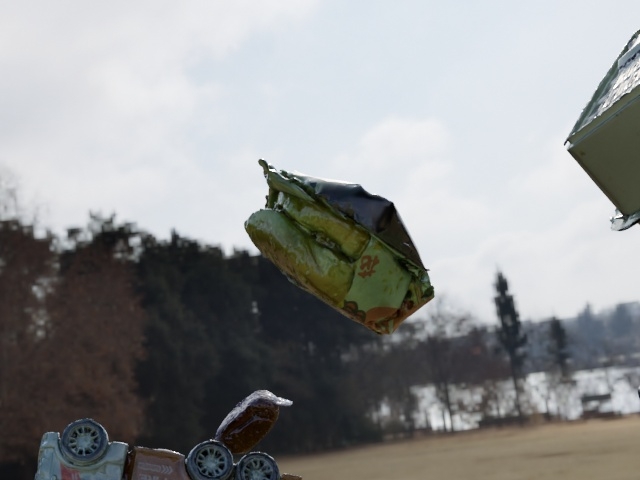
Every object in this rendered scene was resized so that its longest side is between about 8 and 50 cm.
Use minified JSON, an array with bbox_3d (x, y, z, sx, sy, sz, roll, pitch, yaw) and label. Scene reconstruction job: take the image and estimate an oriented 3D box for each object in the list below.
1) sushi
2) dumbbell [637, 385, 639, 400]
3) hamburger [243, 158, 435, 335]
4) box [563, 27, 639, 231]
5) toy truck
[{"bbox_3d":[-0.095,0.238,1.420,0.120,0.052,0.055,-47,-1,12],"label":"sushi"},{"bbox_3d":[0.632,0.262,1.619,0.316,0.156,0.143,20,-45,-22],"label":"dumbbell"},{"bbox_3d":[-0.001,-0.003,1.201,0.214,0.125,0.235,23,-11,40],"label":"hamburger"},{"bbox_3d":[0.364,-0.131,0.979,0.220,0.166,0.290,-40,6,45],"label":"box"},{"bbox_3d":[-0.203,0.325,1.246,0.338,0.184,0.133,12,-33,-9],"label":"toy truck"}]
